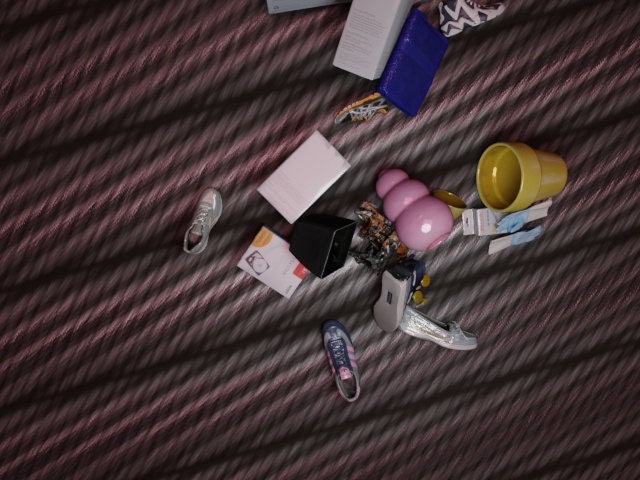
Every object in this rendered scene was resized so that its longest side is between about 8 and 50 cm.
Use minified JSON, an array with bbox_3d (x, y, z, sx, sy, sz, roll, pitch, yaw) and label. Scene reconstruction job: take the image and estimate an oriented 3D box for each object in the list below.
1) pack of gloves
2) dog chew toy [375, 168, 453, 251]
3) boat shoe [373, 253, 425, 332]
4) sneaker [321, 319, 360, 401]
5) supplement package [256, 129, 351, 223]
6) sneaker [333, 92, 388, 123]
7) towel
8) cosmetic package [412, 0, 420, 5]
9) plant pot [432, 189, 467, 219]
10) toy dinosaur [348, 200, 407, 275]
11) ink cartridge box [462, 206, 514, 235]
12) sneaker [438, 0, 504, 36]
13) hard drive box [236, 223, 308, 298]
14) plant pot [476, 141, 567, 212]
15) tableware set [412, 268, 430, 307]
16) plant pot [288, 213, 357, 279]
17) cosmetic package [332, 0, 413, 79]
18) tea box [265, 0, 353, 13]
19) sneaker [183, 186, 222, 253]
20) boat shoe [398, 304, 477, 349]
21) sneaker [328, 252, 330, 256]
[{"bbox_3d":[0.750,-0.034,1.810,0.232,0.046,0.195,-19,137,-8],"label":"pack of gloves"},{"bbox_3d":[0.319,-0.122,1.735,0.207,0.206,0.331,-36,69,2],"label":"dog chew toy"},{"bbox_3d":[0.302,0.200,1.806,0.158,0.340,0.127,-31,57,-29],"label":"boat shoe"},{"bbox_3d":[0.088,0.462,1.859,0.112,0.131,0.318,-19,98,0],"label":"sneaker"},{"bbox_3d":[-0.059,-0.226,1.742,0.293,0.175,0.177,-44,96,3],"label":"supplement package"},{"bbox_3d":[0.151,-0.470,1.771,0.215,0.084,0.083,-25,103,0],"label":"sneaker"},{"bbox_3d":[0.321,-0.620,1.721,0.228,0.076,0.307,21,94,-44],"label":"towel"},{"bbox_3d":[0.326,-0.895,1.716,0.238,0.107,0.127,-27,99,-2],"label":"cosmetic package"},{"bbox_3d":[0.465,-0.115,1.818,0.134,0.134,0.095,19,120,-5],"label":"plant pot"},{"bbox_3d":[0.232,0.008,1.807,0.322,0.164,0.218,44,78,4],"label":"toy dinosaur"},{"bbox_3d":[0.642,-0.076,1.854,0.182,0.061,0.104,-8,99,-2],"label":"ink cartridge box"},{"bbox_3d":[0.529,-0.842,1.734,0.235,0.094,0.152,-20,107,10],"label":"sneaker"},{"bbox_3d":[-0.164,0.076,1.819,0.232,0.089,0.181,33,95,-7],"label":"hard drive box"},{"bbox_3d":[0.740,-0.231,1.761,0.239,0.254,0.253,-4,98,-18],"label":"plant pot"},{"bbox_3d":[0.385,0.175,1.883,0.104,0.024,0.153,-21,102,-31],"label":"tableware set"},{"bbox_3d":[0.000,0.000,1.723,0.167,0.188,0.187,26,113,22],"label":"plant pot"},{"bbox_3d":[0.195,-0.744,1.600,0.156,0.217,0.384,24,115,10],"label":"cosmetic package"},{"bbox_3d":[-0.045,-0.972,1.603,0.330,0.220,0.322,-8,87,-2],"label":"tea box"},{"bbox_3d":[-0.431,-0.066,1.771,0.100,0.121,0.262,17,96,-6],"label":"sneaker"},{"bbox_3d":[0.457,0.338,1.873,0.321,0.118,0.102,17,100,2],"label":"boat shoe"},{"bbox_3d":[0.027,0.064,1.846,0.070,0.051,0.134,28,91,-1],"label":"sneaker"}]
